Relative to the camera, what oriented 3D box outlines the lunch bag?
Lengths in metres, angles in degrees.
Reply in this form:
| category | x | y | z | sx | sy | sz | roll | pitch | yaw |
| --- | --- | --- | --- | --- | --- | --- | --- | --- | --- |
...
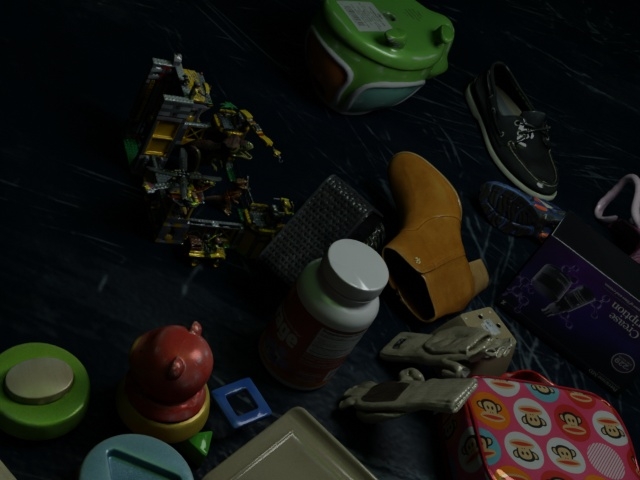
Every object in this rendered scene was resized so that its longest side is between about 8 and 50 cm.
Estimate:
| category | x | y | z | sx | sy | sz | roll | pitch | yaw |
| --- | --- | --- | --- | --- | --- | --- | --- | --- | --- |
| lunch bag | 0.317 | 0.299 | 1.601 | 0.293 | 0.120 | 0.258 | 13 | 42 | -21 |

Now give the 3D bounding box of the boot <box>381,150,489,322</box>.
| category | x | y | z | sx | sy | sz | roll | pitch | yaw |
| --- | --- | --- | --- | --- | --- | --- | --- | --- | --- |
| boot | 0.157 | -0.013 | 1.806 | 0.211 | 0.104 | 0.295 | -15 | 72 | -54 |

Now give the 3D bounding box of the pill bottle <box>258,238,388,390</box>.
| category | x | y | z | sx | sy | sz | roll | pitch | yaw |
| --- | --- | --- | --- | --- | --- | --- | --- | --- | --- |
| pill bottle | 0.006 | 0.102 | 1.526 | 0.121 | 0.216 | 0.121 | 18 | 40 | -17 |

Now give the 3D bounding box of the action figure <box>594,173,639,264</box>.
| category | x | y | z | sx | sy | sz | roll | pitch | yaw |
| --- | --- | --- | --- | --- | --- | --- | --- | --- | --- |
| action figure | 0.633 | 0.007 | 2.018 | 0.276 | 0.248 | 0.370 | 38 | 37 | 9 |

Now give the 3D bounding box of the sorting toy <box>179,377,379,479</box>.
| category | x | y | z | sx | sy | sz | roll | pitch | yaw |
| --- | --- | --- | --- | --- | --- | --- | --- | --- | --- |
| sorting toy | -0.033 | 0.329 | 1.399 | 0.348 | 0.047 | 0.196 | 42 | 47 | 16 |

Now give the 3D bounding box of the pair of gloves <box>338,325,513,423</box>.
| category | x | y | z | sx | sy | sz | roll | pitch | yaw |
| --- | --- | --- | --- | --- | --- | --- | --- | --- | --- |
| pair of gloves | 0.153 | 0.194 | 1.575 | 0.240 | 0.204 | 0.042 | -41 | 116 | -53 |

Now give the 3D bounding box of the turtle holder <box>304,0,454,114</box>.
| category | x | y | z | sx | sy | sz | roll | pitch | yaw |
| --- | --- | --- | --- | --- | --- | --- | --- | --- | --- |
| turtle holder | 0.107 | -0.370 | 2.081 | 0.243 | 0.227 | 0.320 | 36 | 38 | 6 |

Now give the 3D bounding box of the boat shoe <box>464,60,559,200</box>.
| category | x | y | z | sx | sy | sz | roll | pitch | yaw |
| --- | --- | --- | --- | --- | --- | --- | --- | --- | --- |
| boat shoe | 0.405 | -0.233 | 2.223 | 0.127 | 0.113 | 0.340 | 8 | 45 | -28 |

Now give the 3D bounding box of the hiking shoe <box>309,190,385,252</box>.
| category | x | y | z | sx | sy | sz | roll | pitch | yaw |
| --- | --- | --- | --- | --- | --- | --- | --- | --- | --- |
| hiking shoe | 0.067 | 0.000 | 1.778 | 0.114 | 0.086 | 0.226 | 0 | 48 | -29 |

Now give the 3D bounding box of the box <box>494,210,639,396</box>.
| category | x | y | z | sx | sy | sz | roll | pitch | yaw |
| --- | --- | --- | --- | --- | --- | --- | --- | --- | --- |
| box | 0.457 | 0.108 | 1.845 | 0.261 | 0.184 | 0.103 | 38 | 42 | 8 |

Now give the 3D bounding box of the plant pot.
| category | x | y | z | sx | sy | sz | roll | pitch | yaw |
| --- | --- | --- | --- | --- | --- | --- | --- | --- | --- |
| plant pot | 0.238 | 0.165 | 1.708 | 0.109 | 0.096 | 0.109 | -10 | 55 | -39 |

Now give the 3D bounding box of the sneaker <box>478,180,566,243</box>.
| category | x | y | z | sx | sy | sz | roll | pitch | yaw |
| --- | --- | --- | --- | --- | --- | --- | --- | --- | --- |
| sneaker | 0.390 | -0.049 | 2.063 | 0.221 | 0.083 | 0.087 | 29 | 25 | -13 |

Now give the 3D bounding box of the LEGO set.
| category | x | y | z | sx | sy | sz | roll | pitch | yaw |
| --- | --- | --- | --- | --- | --- | --- | --- | --- | --- |
| LEGO set | -0.165 | -0.140 | 1.687 | 0.255 | 0.192 | 0.331 | 11 | 44 | -24 |

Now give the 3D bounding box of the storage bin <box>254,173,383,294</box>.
| category | x | y | z | sx | sy | sz | roll | pitch | yaw |
| --- | --- | --- | --- | --- | --- | --- | --- | --- | --- |
| storage bin | 0.000 | 0.000 | 1.643 | 0.084 | 0.180 | 0.122 | 43 | 5 | 13 |

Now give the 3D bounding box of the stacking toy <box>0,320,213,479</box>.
| category | x | y | z | sx | sy | sz | roll | pitch | yaw |
| --- | --- | --- | --- | --- | --- | --- | --- | --- | --- |
| stacking toy | -0.264 | 0.210 | 1.275 | 0.280 | 0.130 | 0.308 | 16 | 43 | -10 |
